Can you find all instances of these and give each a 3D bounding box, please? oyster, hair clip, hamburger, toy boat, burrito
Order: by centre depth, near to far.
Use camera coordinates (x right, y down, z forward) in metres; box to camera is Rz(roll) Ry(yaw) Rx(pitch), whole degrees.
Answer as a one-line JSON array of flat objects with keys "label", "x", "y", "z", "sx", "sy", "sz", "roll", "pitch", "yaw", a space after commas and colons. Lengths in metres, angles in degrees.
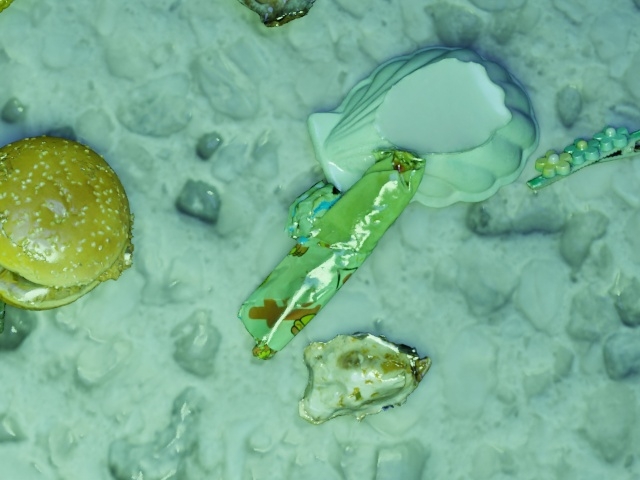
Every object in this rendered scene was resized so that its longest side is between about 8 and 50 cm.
[{"label": "hamburger", "x": -0.286, "y": -0.018, "z": 1.602, "sx": 0.191, "sy": 0.118, "sz": 0.181, "roll": 34, "pitch": 63, "yaw": -9}, {"label": "burrito", "x": 0.000, "y": 0.000, "z": 1.661, "sx": 0.104, "sy": 0.054, "sz": 0.288, "roll": 43, "pitch": 94, "yaw": 10}, {"label": "oyster", "x": 0.050, "y": 0.153, "z": 1.666, "sx": 0.148, "sy": 0.051, "sz": 0.103, "roll": -2, "pitch": 76, "yaw": 3}, {"label": "toy boat", "x": 0.134, "y": -0.139, "z": 1.748, "sx": 0.290, "sy": 0.100, "sz": 0.199, "roll": -19, "pitch": 78, "yaw": -19}, {"label": "hair clip", "x": 0.323, "y": -0.106, "z": 1.814, "sx": 0.173, "sy": 0.049, "sz": 0.049, "roll": -20, "pitch": 79, "yaw": -16}]

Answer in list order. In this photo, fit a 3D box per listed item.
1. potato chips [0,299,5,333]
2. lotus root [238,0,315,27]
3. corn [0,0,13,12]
[{"label": "potato chips", "x": -0.449, "y": 0.044, "z": 1.603, "sx": 0.220, "sy": 0.029, "sz": 0.202, "roll": -27, "pitch": 81, "yaw": -21}, {"label": "lotus root", "x": -0.051, "y": -0.406, "z": 1.803, "sx": 0.167, "sy": 0.078, "sz": 0.329, "roll": -6, "pitch": 76, "yaw": 10}, {"label": "corn", "x": -0.401, "y": -0.269, "z": 1.670, "sx": 0.097, "sy": 0.097, "sz": 0.320, "roll": 42, "pitch": 72, "yaw": 2}]
